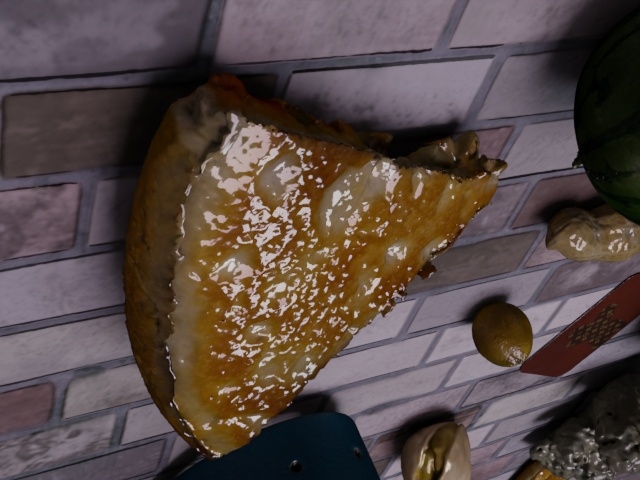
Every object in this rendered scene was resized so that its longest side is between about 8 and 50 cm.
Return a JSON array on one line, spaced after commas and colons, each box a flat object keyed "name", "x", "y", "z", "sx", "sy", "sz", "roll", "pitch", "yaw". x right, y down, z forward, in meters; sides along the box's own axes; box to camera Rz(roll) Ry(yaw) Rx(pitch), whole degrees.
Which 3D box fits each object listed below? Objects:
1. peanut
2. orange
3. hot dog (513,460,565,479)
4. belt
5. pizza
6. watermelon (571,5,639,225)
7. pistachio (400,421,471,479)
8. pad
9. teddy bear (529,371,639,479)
[{"name": "peanut", "x": 0.357, "y": -0.011, "z": 1.205, "sx": 0.174, "sy": 0.080, "sz": 0.080, "roll": -1, "pitch": 138, "yaw": -35}, {"name": "orange", "x": 0.256, "y": 0.133, "z": 1.306, "sx": 0.085, "sy": 0.095, "sz": 0.085, "roll": -16, "pitch": 149, "yaw": -10}, {"name": "hot dog", "x": 0.476, "y": 0.554, "z": 2.102, "sx": 0.104, "sy": 0.076, "sz": 0.250, "roll": 6, "pitch": 133, "yaw": -16}, {"name": "belt", "x": -0.100, "y": 0.413, "z": 1.340, "sx": 0.300, "sy": 0.173, "sz": 0.436, "roll": 13, "pitch": 130, "yaw": -45}, {"name": "pizza", "x": 0.000, "y": 0.000, "z": 0.900, "sx": 0.406, "sy": 0.130, "sz": 0.440, "roll": -23, "pitch": 141, "yaw": -28}, {"name": "watermelon", "x": 0.367, "y": -0.122, "z": 0.902, "sx": 0.242, "sy": 0.242, "sz": 0.242, "roll": -21, "pitch": 147, "yaw": -14}, {"name": "pistachio", "x": 0.197, "y": 0.371, "z": 1.584, "sx": 0.145, "sy": 0.117, "sz": 0.200, "roll": -59, "pitch": 151, "yaw": -28}, {"name": "pad", "x": 0.469, "y": 0.149, "z": 1.586, "sx": 0.267, "sy": 0.004, "sz": 0.181, "roll": -45, "pitch": 145, "yaw": 24}, {"name": "teddy bear", "x": 0.599, "y": 0.405, "z": 1.864, "sx": 0.357, "sy": 0.224, "sz": 0.367, "roll": 1, "pitch": 143, "yaw": -26}]
